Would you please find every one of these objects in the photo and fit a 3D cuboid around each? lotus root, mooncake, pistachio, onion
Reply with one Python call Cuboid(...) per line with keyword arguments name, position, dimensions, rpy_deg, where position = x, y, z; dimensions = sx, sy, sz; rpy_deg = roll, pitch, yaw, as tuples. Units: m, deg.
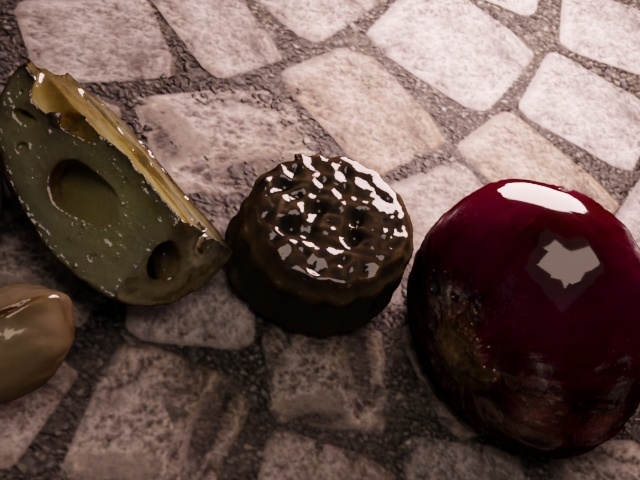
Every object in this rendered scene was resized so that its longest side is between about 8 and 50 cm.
Cuboid(name="lotus root", position=(-0.264, -0.056, 1.836), dimensions=(0.314, 0.142, 0.210), rpy_deg=(48, 8, 18))
Cuboid(name="mooncake", position=(0.000, 0.000, 1.898), dimensions=(0.228, 0.124, 0.228), rpy_deg=(10, 52, -13))
Cuboid(name="pistachio", position=(-0.348, 0.113, 1.672), dimensions=(0.185, 0.124, 0.124), rpy_deg=(-29, 69, -33))
Cuboid(name="onion", position=(0.275, 0.074, 1.869), dimensions=(0.282, 0.260, 0.336), rpy_deg=(-10, 58, -34))

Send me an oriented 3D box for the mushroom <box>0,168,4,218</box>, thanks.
Cuboid(name="mushroom", position=(-0.428, -0.056, 1.789), dimensions=(0.141, 0.117, 0.188), rpy_deg=(18, 44, -23))
